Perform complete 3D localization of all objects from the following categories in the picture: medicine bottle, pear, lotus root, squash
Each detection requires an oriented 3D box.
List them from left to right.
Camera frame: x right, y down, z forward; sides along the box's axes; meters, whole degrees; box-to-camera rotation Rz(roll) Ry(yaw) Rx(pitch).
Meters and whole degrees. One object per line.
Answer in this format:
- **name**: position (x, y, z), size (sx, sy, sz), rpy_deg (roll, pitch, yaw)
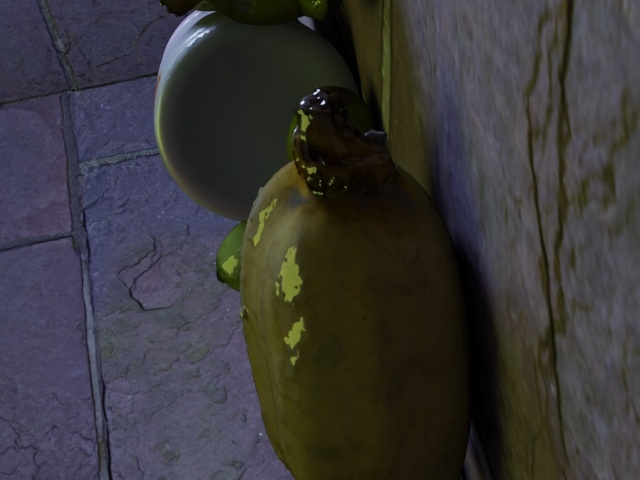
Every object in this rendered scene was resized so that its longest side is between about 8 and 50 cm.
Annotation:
- **medicine bottle**: position (-0.077, -0.154, 1.069), size (0.316, 0.202, 0.202), rpy_deg (-113, 12, -72)
- **squash**: position (-0.041, 0.009, 1.213), size (0.123, 0.186, 0.123), rpy_deg (-16, -90, -89)
- **pear**: position (0.010, -0.091, 0.884), size (0.092, 0.092, 0.097), rpy_deg (-112, 11, -67)
- **lotus root**: position (0.027, 0.053, 0.675), size (0.169, 0.151, 0.343), rpy_deg (-136, 35, -54)

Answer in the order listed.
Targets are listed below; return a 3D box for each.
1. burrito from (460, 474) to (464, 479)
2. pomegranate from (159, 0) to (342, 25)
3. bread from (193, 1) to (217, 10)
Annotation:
- **burrito**: position (0.080, 0.166, 0.840), size (0.087, 0.060, 0.226), rpy_deg (89, 168, -73)
- **pomegranate**: position (-0.049, -0.238, 0.780), size (0.143, 0.169, 0.122), rpy_deg (47, -135, -40)
- **bread**: position (-0.095, -0.369, 0.899), size (0.192, 0.171, 0.314), rpy_deg (-128, 27, -69)
